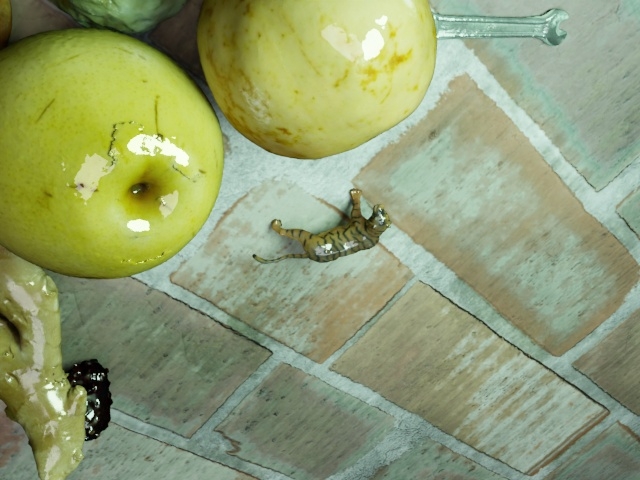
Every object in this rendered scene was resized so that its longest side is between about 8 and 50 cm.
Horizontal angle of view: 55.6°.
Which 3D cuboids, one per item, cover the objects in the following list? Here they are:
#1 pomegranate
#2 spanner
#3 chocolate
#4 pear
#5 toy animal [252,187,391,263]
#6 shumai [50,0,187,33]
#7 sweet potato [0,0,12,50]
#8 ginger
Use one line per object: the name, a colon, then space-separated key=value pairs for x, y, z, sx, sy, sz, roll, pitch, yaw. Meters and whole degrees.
pomegranate: x=-0.015 y=-0.287 z=0.811 sx=0.343 sy=0.342 sz=0.342 roll=-7 pitch=123 yaw=-11
spanner: x=0.283 y=-0.360 z=1.021 sx=0.302 sy=0.017 sz=0.071 roll=-5 pitch=123 yaw=-11
chocolate: x=-0.464 y=0.291 z=1.168 sx=0.156 sy=0.156 sz=0.133 roll=17 pitch=96 yaw=-24
pear: x=-0.304 y=-0.113 z=0.824 sx=0.349 sy=0.348 sz=0.348 roll=-7 pitch=123 yaw=-11
toy animal: x=0.004 y=0.006 z=1.113 sx=0.255 sy=0.116 sz=0.114 roll=-22 pitch=123 yaw=-1
shumai: x=-0.257 y=-0.363 z=0.750 sx=0.261 sy=0.222 sz=0.225 roll=-4 pitch=120 yaw=-18
sweet potato: x=-0.487 y=-0.254 z=0.819 sx=0.112 sy=0.112 sz=0.359 roll=16 pitch=112 yaw=-24
ginger: x=-0.506 y=0.209 z=1.048 sx=0.348 sy=0.122 sz=0.363 roll=34 pitch=101 yaw=0
